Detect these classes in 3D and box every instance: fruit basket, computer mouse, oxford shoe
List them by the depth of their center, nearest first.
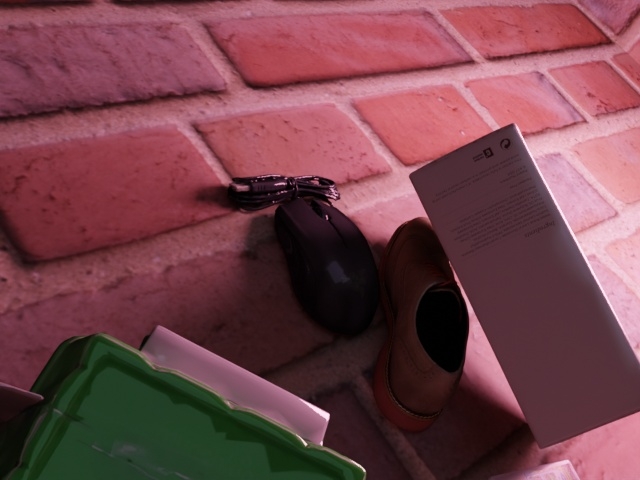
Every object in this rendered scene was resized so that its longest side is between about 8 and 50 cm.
[{"bbox_3d":[-0.121,0.191,0.561,0.327,0.353,0.165,28,66,-6],"label":"fruit basket"},{"bbox_3d":[0.153,0.079,0.995,0.123,0.130,0.348,20,43,-14],"label":"oxford shoe"},{"bbox_3d":[0.000,0.000,1.016,0.189,0.072,0.272,-3,54,-35],"label":"computer mouse"}]

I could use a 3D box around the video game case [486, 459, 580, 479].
[{"bbox_3d":[0.291,0.354,0.912,0.143,0.019,0.157,1,51,-32],"label":"video game case"}]

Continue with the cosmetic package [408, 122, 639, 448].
[{"bbox_3d":[0.269,0.058,0.958,0.365,0.155,0.197,67,12,14],"label":"cosmetic package"}]
